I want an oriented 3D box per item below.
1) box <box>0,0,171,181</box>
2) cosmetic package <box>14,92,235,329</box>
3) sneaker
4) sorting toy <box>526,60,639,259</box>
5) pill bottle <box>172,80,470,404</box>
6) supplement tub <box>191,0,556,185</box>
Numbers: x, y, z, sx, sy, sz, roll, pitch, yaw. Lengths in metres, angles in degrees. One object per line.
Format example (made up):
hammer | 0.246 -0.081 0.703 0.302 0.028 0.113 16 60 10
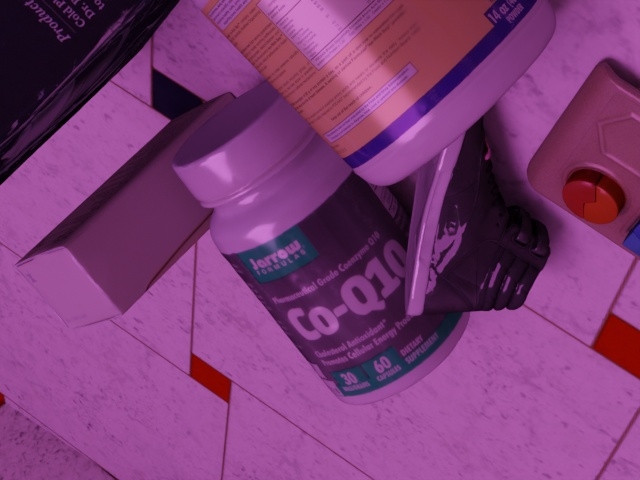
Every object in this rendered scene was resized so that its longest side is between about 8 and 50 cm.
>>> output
box | -0.365 -0.251 1.547 0.297 0.472 0.480 46 151 -6
cosmetic package | -0.211 -0.037 1.806 0.113 0.309 0.160 51 149 -15
sneaker | 0.180 -0.046 1.567 0.147 0.104 0.295 5 120 -4
sorting toy | 0.333 -0.069 1.397 0.229 0.041 0.307 38 150 7
pill bottle | 0.000 0.000 1.713 0.361 0.204 0.204 52 149 -18
supplement tub | 0.025 -0.240 1.336 0.331 0.241 0.241 46 150 -7
